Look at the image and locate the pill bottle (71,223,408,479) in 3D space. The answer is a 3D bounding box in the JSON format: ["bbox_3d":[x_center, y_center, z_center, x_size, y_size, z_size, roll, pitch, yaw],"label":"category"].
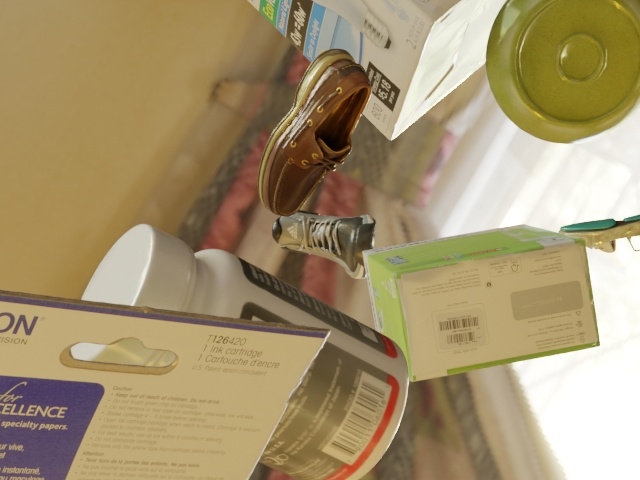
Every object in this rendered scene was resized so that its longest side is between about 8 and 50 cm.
[{"bbox_3d":[-0.073,0.106,1.314,0.283,0.161,0.161,29,180,-26],"label":"pill bottle"}]

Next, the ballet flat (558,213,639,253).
[{"bbox_3d":[0.409,-0.007,1.951,0.168,0.052,0.057,-10,-172,15],"label":"ballet flat"}]

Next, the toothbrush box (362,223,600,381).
[{"bbox_3d":[0.170,0.061,1.608,0.206,0.122,0.283,-10,-174,-5],"label":"toothbrush box"}]

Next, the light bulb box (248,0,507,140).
[{"bbox_3d":[0.083,-0.407,2.117,0.361,0.225,0.358,45,158,13],"label":"light bulb box"}]

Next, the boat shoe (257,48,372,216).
[{"bbox_3d":[-0.005,-0.093,1.368,0.064,0.178,0.060,1,-145,-43],"label":"boat shoe"}]

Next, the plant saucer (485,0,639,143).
[{"bbox_3d":[0.343,-0.246,1.927,0.241,0.241,0.037,30,-172,-11],"label":"plant saucer"}]

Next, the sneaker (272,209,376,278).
[{"bbox_3d":[0.000,0.000,1.948,0.132,0.086,0.228,9,180,-5],"label":"sneaker"}]

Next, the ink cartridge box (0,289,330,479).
[{"bbox_3d":[-0.187,0.153,1.004,0.303,0.307,0.072,10,-153,-35],"label":"ink cartridge box"}]
